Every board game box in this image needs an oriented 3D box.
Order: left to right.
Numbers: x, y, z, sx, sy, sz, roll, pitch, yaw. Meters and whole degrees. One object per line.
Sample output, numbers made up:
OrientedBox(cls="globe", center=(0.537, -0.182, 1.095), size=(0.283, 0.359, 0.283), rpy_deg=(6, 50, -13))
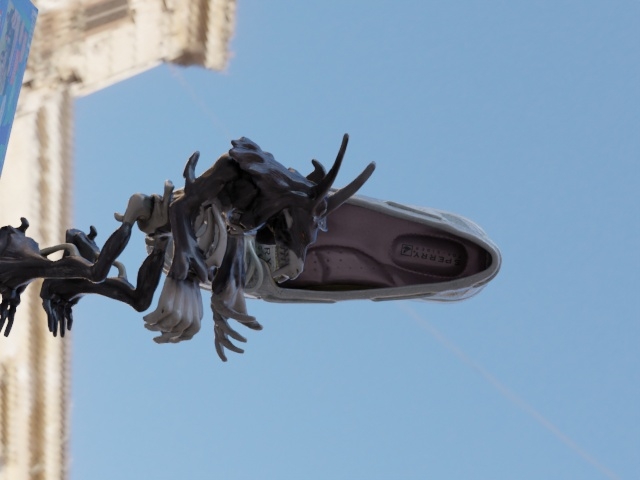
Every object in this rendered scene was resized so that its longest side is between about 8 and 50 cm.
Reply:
OrientedBox(cls="board game box", center=(-0.281, -0.135, 1.149), size=(0.047, 0.210, 0.160), rpy_deg=(13, -92, -4))

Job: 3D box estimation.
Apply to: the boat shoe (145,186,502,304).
OrientedBox(cls="boat shoe", center=(0.001, 0.003, 1.263), size=(0.320, 0.103, 0.118), rpy_deg=(8, -93, -1))

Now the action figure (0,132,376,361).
OrientedBox(cls="action figure", center=(-0.090, 0.015, 0.999), size=(0.275, 0.164, 0.141), rpy_deg=(-15, -109, 20))
